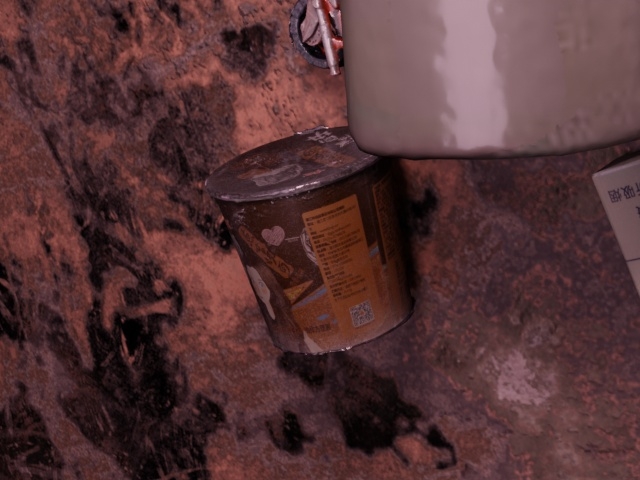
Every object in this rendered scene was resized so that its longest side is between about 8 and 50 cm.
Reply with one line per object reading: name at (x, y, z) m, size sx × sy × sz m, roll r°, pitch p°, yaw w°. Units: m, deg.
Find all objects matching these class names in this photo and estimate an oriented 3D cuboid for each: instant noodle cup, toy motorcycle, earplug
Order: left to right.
instant noodle cup at (0.000, 0.000, 1.555) m, size 0.217 × 0.217 × 0.207 m, roll 0°, pitch 114°, yaw 39°
toy motorcycle at (0.050, -0.301, 1.458) m, size 0.171 × 0.089 × 0.298 m, roll 33°, pitch 124°, yaw 28°
earplug at (0.158, -0.290, 1.233) m, size 0.312 × 0.312 × 0.394 m, roll 5°, pitch 110°, yaw 37°

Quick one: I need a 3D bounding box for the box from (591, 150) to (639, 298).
box at (0.385, 0.025, 1.336) m, size 0.168 × 0.071 × 0.259 m, roll -18°, pitch 95°, yaw 41°
